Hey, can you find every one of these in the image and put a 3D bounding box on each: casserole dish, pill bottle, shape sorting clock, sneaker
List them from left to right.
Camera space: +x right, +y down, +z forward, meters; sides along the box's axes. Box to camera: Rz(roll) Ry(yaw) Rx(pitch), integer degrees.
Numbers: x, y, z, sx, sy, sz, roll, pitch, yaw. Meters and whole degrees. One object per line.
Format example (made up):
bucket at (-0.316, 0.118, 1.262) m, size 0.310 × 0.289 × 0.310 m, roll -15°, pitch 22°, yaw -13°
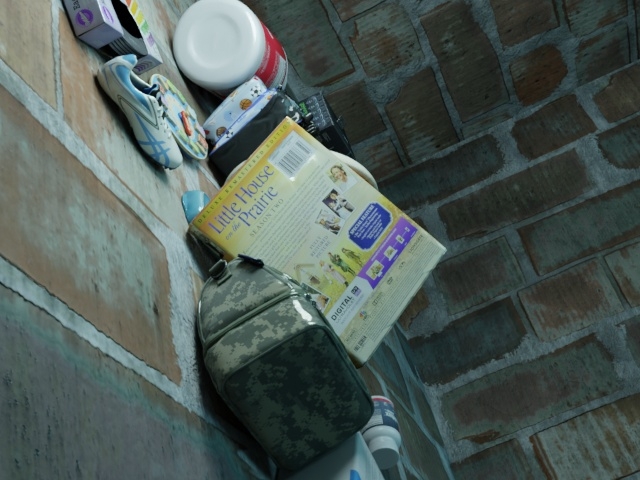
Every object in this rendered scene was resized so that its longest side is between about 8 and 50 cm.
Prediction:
sneaker at (-0.309, -0.226, 1.427) m, size 0.085 × 0.086 × 0.237 m, roll -104°, pitch 167°, yaw -53°
shape sorting clock at (-0.301, -0.266, 1.693) m, size 0.206 × 0.040 × 0.206 m, roll 62°, pitch 10°, yaw -19°
casserole dish at (-0.216, -0.026, 1.586) m, size 0.114 × 0.037 × 0.188 m, roll -103°, pitch 166°, yaw -48°
pill bottle at (-0.217, -0.479, 2.100) m, size 0.229 × 0.229 × 0.407 m, roll 67°, pitch 9°, yaw 6°
pill bottle at (0.155, 0.506, 2.072) m, size 0.108 × 0.108 × 0.180 m, roll 60°, pitch 12°, yaw -30°

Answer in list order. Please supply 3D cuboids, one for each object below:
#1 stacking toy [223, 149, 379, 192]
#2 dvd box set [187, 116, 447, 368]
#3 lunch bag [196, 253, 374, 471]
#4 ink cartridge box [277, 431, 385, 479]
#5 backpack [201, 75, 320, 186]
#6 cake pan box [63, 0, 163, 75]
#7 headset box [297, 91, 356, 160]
stacking toy at (-0.041, 0.076, 1.671) m, size 0.350 × 0.350 × 0.480 m, roll 51°, pitch 32°, yaw -56°
dvd box set at (0.000, 0.000, 1.529) m, size 0.420 × 0.308 × 0.062 m, roll 39°, pitch -24°, yaw -2°
lunch bag at (-0.075, 0.195, 1.350) m, size 0.256 × 0.212 × 0.305 m, roll 49°, pitch -8°, yaw 51°
ink cartridge box at (0.075, 0.569, 1.309) m, size 0.395 × 0.166 × 0.285 m, roll 63°, pitch 11°, yaw -12°
backpack at (-0.158, -0.266, 1.908) m, size 0.213 × 0.276 × 0.263 m, roll 52°, pitch 7°, yaw -4°
cake pan box at (-0.414, -0.461, 1.490) m, size 0.267 × 0.070 × 0.246 m, roll 68°, pitch 12°, yaw 11°
headset box at (-0.052, -0.292, 2.376) m, size 0.246 × 0.283 × 0.131 m, roll 45°, pitch 23°, yaw -62°
